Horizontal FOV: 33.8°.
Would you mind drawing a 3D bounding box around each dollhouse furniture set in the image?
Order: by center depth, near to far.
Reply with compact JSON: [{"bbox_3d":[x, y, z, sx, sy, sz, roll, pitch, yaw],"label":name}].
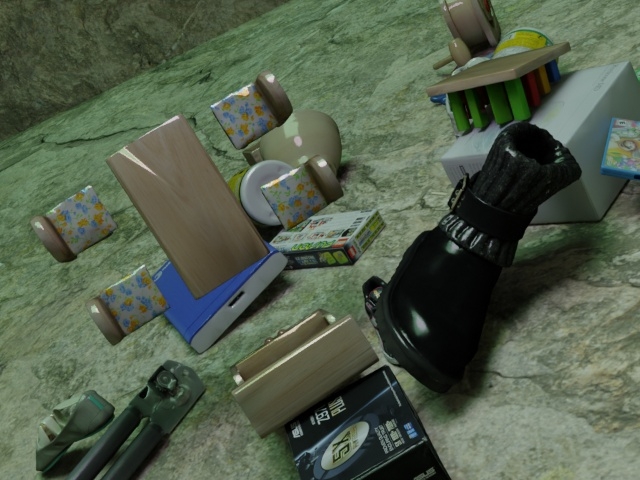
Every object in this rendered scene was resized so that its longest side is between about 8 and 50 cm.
[{"bbox_3d":[-0.121,0.028,1.356,0.362,0.394,0.256,-33,3,-7],"label":"dollhouse furniture set"}]

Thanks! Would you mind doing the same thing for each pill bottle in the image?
[{"bbox_3d":[0.350,-0.285,1.868,0.118,0.117,0.208,-15,27,31],"label":"pill bottle"},{"bbox_3d":[-0.113,-0.081,1.959,0.119,0.119,0.208,-37,9,-16],"label":"pill bottle"}]

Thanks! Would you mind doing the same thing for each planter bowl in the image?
[{"bbox_3d":[-0.028,-0.157,2.032,0.162,0.162,0.109,-26,49,9],"label":"planter bowl"}]

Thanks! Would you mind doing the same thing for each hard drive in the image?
[{"bbox_3d":[-0.193,0.062,1.851,0.210,0.040,0.319,-47,26,-6],"label":"hard drive"}]

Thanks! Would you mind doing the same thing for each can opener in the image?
[{"bbox_3d":[-0.273,0.288,1.529,0.283,0.076,0.095,-51,-1,-39],"label":"can opener"}]

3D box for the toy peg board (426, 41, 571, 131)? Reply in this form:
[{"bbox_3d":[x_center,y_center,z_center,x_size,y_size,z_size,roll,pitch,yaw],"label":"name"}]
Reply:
[{"bbox_3d":[0.273,-0.225,1.567,0.161,0.079,0.161,-5,18,45],"label":"toy peg board"}]

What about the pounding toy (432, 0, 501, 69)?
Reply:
[{"bbox_3d":[0.283,-0.463,2.232,0.155,0.154,0.269,-21,17,20],"label":"pounding toy"}]

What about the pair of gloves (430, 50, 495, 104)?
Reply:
[{"bbox_3d":[0.311,-0.330,2.127,0.159,0.023,0.198,-11,29,41],"label":"pair of gloves"}]

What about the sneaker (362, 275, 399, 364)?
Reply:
[{"bbox_3d":[0.092,0.104,1.433,0.072,0.077,0.178,-34,24,-6],"label":"sneaker"}]

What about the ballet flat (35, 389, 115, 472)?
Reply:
[{"bbox_3d":[-0.381,0.279,1.569,0.213,0.068,0.072,-37,10,38],"label":"ballet flat"}]

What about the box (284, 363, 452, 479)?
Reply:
[{"bbox_3d":[0.051,0.243,1.200,0.147,0.077,0.180,-30,23,2],"label":"box"}]

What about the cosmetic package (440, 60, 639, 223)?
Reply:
[{"bbox_3d":[0.341,-0.140,1.562,0.225,0.138,0.224,-2,36,45],"label":"cosmetic package"}]

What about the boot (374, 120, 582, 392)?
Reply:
[{"bbox_3d":[0.201,0.006,1.311,0.260,0.131,0.348,-48,12,30],"label":"boot"}]

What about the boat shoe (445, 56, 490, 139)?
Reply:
[{"bbox_3d":[0.277,-0.280,1.951,0.096,0.088,0.267,-15,34,30],"label":"boat shoe"}]

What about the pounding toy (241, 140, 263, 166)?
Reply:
[{"bbox_3d":[-0.090,-0.165,2.195,0.130,0.100,0.141,-33,13,-9],"label":"pounding toy"}]

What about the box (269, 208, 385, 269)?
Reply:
[{"bbox_3d":[0.000,0.000,1.804,0.207,0.036,0.114,-5,33,44],"label":"box"}]

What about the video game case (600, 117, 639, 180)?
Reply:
[{"bbox_3d":[0.465,-0.114,1.404,0.166,0.015,0.119,12,43,15],"label":"video game case"}]

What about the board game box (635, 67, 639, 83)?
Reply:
[{"bbox_3d":[0.665,-0.315,1.650,0.317,0.046,0.213,-37,23,-16],"label":"board game box"}]
